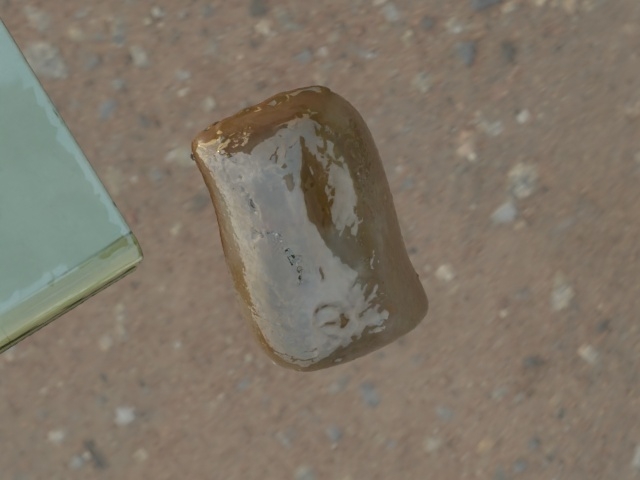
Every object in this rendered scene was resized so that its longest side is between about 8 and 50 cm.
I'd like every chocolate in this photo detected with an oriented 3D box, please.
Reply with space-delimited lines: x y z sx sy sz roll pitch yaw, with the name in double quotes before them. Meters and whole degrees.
"chocolate" 0.000 0.000 0.612 0.065 0.031 0.100 -19 116 -8

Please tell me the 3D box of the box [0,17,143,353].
"box" -0.248 -0.005 0.877 0.270 0.045 0.210 -34 98 -11
